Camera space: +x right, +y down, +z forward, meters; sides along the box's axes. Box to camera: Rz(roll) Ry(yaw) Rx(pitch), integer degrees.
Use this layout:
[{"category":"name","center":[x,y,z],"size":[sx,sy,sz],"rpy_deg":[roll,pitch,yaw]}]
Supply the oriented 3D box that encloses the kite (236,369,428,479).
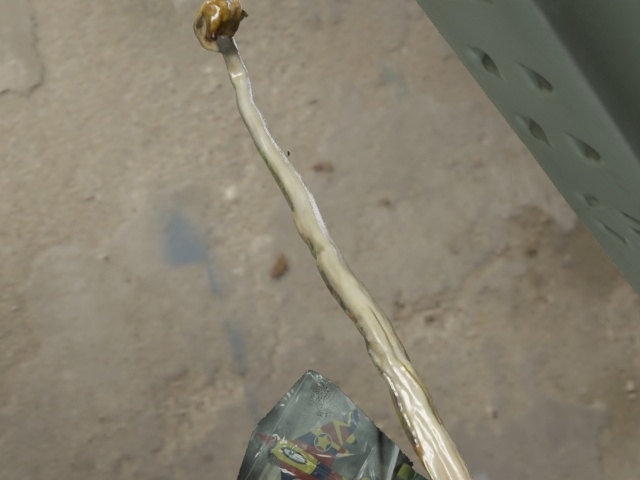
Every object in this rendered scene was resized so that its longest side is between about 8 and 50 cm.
[{"category":"kite","center":[0.049,0.221,1.364],"size":[0.245,0.015,0.141],"rpy_deg":[30,92,1]}]

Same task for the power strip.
[{"category":"power strip","center":[0.129,-0.047,0.682],"size":[0.062,0.091,0.385],"rpy_deg":[-50,131,-9]}]

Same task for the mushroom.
[{"category":"mushroom","center":[0.003,0.002,0.604],"size":[0.028,0.026,0.286],"rpy_deg":[35,23,-50]}]
